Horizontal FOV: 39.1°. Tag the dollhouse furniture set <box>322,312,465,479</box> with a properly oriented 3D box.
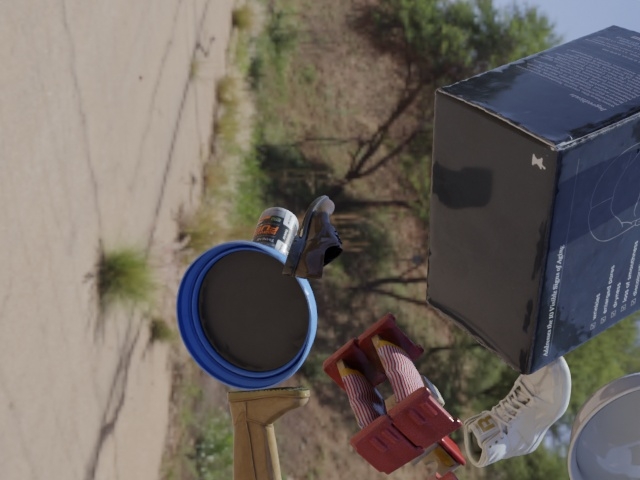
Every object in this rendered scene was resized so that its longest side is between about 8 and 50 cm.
[{"bbox_3d":[0.179,0.321,1.536,0.374,0.152,0.201,47,12,-36],"label":"dollhouse furniture set"}]

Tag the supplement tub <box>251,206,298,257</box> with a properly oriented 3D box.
[{"bbox_3d":[-0.135,0.008,2.524,0.117,0.117,0.190,88,12,-46],"label":"supplement tub"}]

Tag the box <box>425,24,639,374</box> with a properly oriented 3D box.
[{"bbox_3d":[0.470,-0.086,1.678,0.297,0.471,0.480,36,-41,42],"label":"box"}]

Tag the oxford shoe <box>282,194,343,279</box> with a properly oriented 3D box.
[{"bbox_3d":[0.000,0.000,1.731,0.227,0.096,0.083,-70,176,-46],"label":"oxford shoe"}]

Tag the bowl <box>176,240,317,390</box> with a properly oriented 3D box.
[{"bbox_3d":[-0.189,0.190,2.335,0.077,0.391,0.391,-22,113,-67],"label":"bowl"}]

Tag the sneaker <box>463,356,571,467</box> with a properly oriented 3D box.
[{"bbox_3d":[0.383,0.347,1.795,0.108,0.169,0.293,52,-38,41],"label":"sneaker"}]

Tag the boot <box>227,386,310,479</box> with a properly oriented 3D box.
[{"bbox_3d":[-0.112,0.481,2.098,0.089,0.236,0.270,3,78,-54],"label":"boot"}]

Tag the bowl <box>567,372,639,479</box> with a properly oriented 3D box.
[{"bbox_3d":[0.572,0.344,1.611,0.134,0.297,0.298,-97,-175,-66],"label":"bowl"}]
